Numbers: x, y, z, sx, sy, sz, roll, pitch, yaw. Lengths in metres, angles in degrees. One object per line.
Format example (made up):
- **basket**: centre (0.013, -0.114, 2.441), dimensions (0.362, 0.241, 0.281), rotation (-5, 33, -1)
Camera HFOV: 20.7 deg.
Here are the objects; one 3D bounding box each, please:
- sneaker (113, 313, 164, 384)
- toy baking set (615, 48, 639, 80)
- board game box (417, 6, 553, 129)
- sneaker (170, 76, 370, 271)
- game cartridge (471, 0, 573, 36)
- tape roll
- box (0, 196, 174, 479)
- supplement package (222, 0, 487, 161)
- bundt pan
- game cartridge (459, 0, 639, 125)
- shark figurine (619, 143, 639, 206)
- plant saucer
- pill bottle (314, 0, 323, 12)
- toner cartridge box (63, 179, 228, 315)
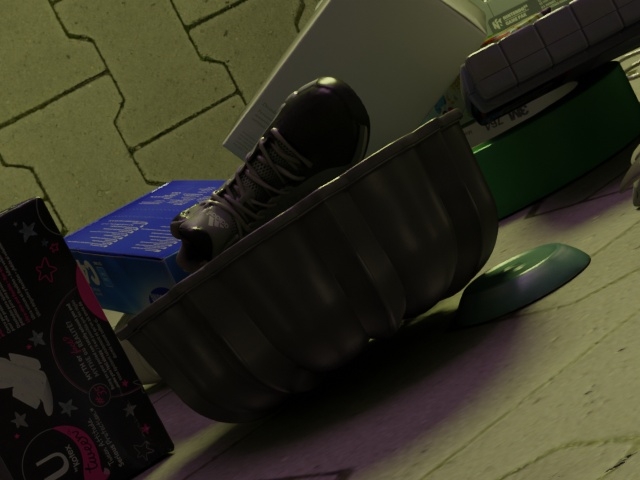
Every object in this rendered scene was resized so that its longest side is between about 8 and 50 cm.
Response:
- **sneaker**: centre (-0.135, 0.096, 1.770), dimensions (0.262, 0.099, 0.121), rotation (-25, 12, 33)
- **toy baking set**: centre (0.436, -0.236, 2.022), dimensions (0.256, 0.030, 0.197), rotation (-10, -18, -28)
- **board game box**: centre (0.187, -0.169, 2.248), dimensions (0.275, 0.144, 0.142), rotation (-22, 8, 33)
- **sneaker**: centre (-0.052, -0.037, 1.473), dimensions (0.132, 0.086, 0.229), rotation (-38, -8, -45)
- **game cartridge**: centre (0.362, -0.347, 2.662), dimensions (0.297, 0.198, 0.062), rotation (-24, 0, 25)
- **tape roll**: centre (0.197, -0.090, 1.915), dimensions (0.321, 0.077, 0.321), rotation (-27, 7, 4)
- **box**: centre (-0.263, 0.107, 1.516), dimensions (0.142, 0.247, 0.163), rotation (-29, 7, -22)
- **supplement package**: centre (0.045, -0.193, 2.085), dimensions (0.293, 0.175, 0.177), rotation (-53, 6, 16)
- **bundt pan**: centre (0.007, 0.035, 1.405), dimensions (0.331, 0.124, 0.331), rotation (-33, -1, -1)
- **game cartridge**: centre (0.251, -0.195, 1.787), dimensions (0.230, 0.068, 0.355), rotation (-32, -2, 5)
- **shark figurine**: centre (0.315, -0.083, 1.347), dimensions (0.166, 0.116, 0.278), rotation (-61, -5, 5)
- **plant saucer**: centre (0.157, 0.031, 1.401), dimensions (0.119, 0.021, 0.119), rotation (-28, 7, 4)
- **pill bottle**: centre (0.117, -0.309, 2.640), dimensions (0.204, 0.361, 0.204), rotation (-27, 7, 4)
- **toner cartridge box**: centre (-0.139, 0.006, 1.761), dimensions (0.165, 0.075, 0.348), rotation (-31, 15, -22)
